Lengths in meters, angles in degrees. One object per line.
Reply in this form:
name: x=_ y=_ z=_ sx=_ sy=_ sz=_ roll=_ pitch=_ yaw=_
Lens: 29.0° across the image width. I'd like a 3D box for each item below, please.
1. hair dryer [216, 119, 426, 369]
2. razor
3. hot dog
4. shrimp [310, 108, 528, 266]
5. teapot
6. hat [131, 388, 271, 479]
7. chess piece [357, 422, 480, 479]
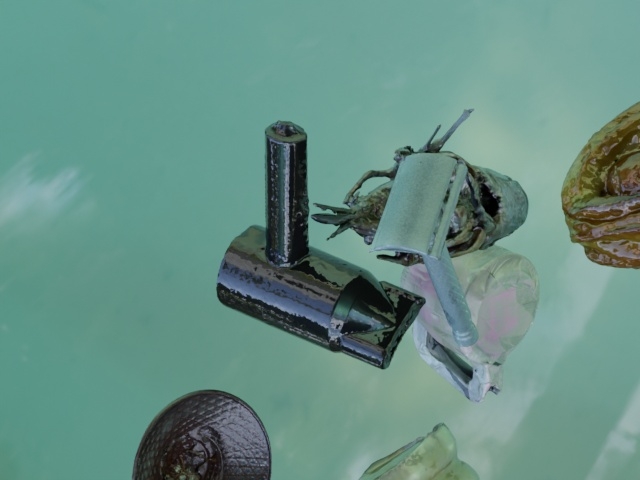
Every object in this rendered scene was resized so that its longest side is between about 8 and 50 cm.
hair dryer: x=0.000 y=0.000 z=1.475 sx=0.244 sy=0.116 sz=0.303 roll=20 pitch=135 yaw=23
razor: x=0.118 y=0.029 z=1.176 sx=0.068 sy=0.106 sz=0.232 roll=5 pitch=147 yaw=25
hot dog: x=0.327 y=-0.050 z=1.014 sx=0.175 sy=0.259 sz=0.114 roll=-112 pitch=23 yaw=-48
shrimp: x=0.121 y=-0.058 z=1.403 sx=0.137 sy=0.372 sz=0.172 roll=-7 pitch=85 yaw=30
teapot: x=0.212 y=0.094 z=1.776 sx=0.178 sy=0.163 sz=0.222 roll=27 pitch=149 yaw=47
hat: x=-0.157 y=0.270 z=1.484 sx=0.082 sy=0.193 sz=0.193 roll=3 pitch=132 yaw=54
chess piece: x=0.156 y=0.374 z=1.313 sx=0.330 sy=0.182 sz=0.182 roll=54 pitch=148 yaw=6
